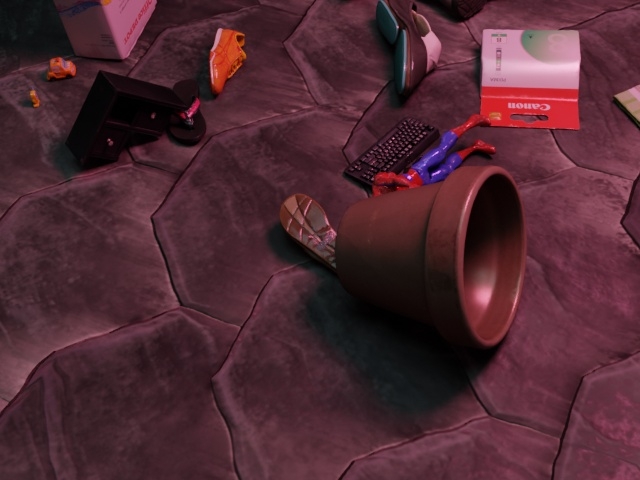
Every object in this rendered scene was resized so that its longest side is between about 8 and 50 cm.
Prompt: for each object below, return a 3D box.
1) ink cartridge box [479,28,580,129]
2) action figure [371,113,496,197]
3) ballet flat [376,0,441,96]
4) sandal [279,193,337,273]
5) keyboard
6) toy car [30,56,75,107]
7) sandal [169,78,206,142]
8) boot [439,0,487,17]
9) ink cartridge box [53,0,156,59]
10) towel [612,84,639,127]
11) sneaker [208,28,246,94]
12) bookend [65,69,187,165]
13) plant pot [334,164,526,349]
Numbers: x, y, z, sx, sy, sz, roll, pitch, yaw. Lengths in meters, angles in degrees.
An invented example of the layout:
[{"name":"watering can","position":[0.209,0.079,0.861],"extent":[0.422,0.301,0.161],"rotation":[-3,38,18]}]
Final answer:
[{"name":"ink cartridge box","position":[0.386,-0.302,1.698],"extent":[0.181,0.056,0.224],"rotation":[3,49,8]},{"name":"action figure","position":[0.195,-0.102,1.511],"extent":[0.280,0.091,0.139],"rotation":[-32,35,-19]},{"name":"ballet flat","position":[0.176,-0.380,1.759],"extent":[0.096,0.095,0.280],"rotation":[0,49,-10]},{"name":"sandal","position":[0.000,0.000,1.487],"extent":[0.072,0.049,0.180],"rotation":[-41,72,-19]},{"name":"keyboard","position":[0.136,-0.151,1.613],"extent":[0.108,0.023,0.180],"rotation":[33,61,28]},{"name":"toy car","position":[-0.522,-0.314,1.797],"extent":[0.060,0.040,0.122],"rotation":[4,50,8]},{"name":"sandal","position":[-0.253,-0.250,1.718],"extent":[0.067,0.040,0.179],"rotation":[-10,50,-3]},{"name":"boot","position":[0.313,-0.559,1.905],"extent":[0.247,0.083,0.161],"rotation":[-33,49,-22]},{"name":"ink cartridge box","position":[-0.440,-0.527,1.816],"extent":[0.117,0.278,0.201],"rotation":[6,51,14]},{"name":"towel","position":[0.620,-0.248,1.654],"extent":[0.152,0.023,0.113],"rotation":[-21,49,-9]},{"name":"sneaker","position":[-0.181,-0.351,1.785],"extent":[0.068,0.064,0.175],"rotation":[9,54,0]},{"name":"bookend","position":[-0.350,-0.208,1.656],"extent":[0.156,0.157,0.072],"rotation":[8,32,-49]},{"name":"plant pot","position":[0.151,0.020,1.346],"extent":[0.229,0.263,0.263],"rotation":[3,48,30]}]
